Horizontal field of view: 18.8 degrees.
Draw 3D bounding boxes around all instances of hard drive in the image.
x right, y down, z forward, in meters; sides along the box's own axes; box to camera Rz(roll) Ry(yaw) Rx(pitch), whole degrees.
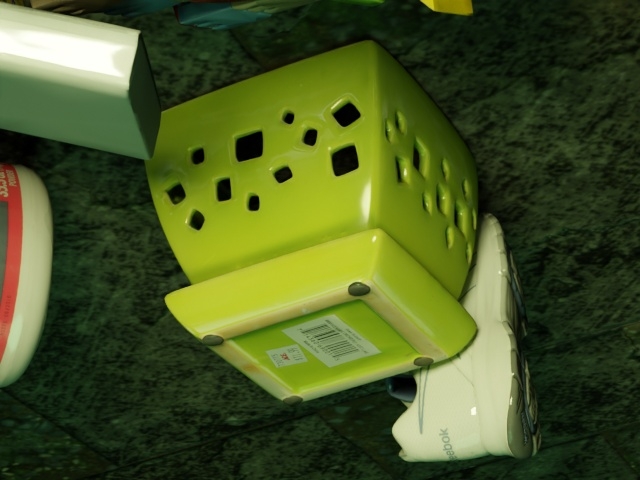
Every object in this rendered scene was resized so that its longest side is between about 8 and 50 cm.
[{"bbox_3d":[-0.289,-0.131,1.312,0.353,0.047,0.233,12,171,1],"label":"hard drive"}]

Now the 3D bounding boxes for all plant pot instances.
[{"bbox_3d":[0.000,0.000,1.604,0.227,0.207,0.228,-17,147,21],"label":"plant pot"}]

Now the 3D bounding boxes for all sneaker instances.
[{"bbox_3d":[0.116,0.078,1.688,0.129,0.297,0.111,-13,123,12],"label":"sneaker"}]

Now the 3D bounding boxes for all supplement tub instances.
[{"bbox_3d":[-0.369,0.016,1.587,0.272,0.191,0.191,8,147,-22],"label":"supplement tub"}]

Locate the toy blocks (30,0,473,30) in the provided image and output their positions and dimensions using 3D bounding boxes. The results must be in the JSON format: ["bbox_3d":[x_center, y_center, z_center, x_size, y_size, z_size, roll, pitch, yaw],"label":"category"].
[{"bbox_3d":[-0.076,-0.212,1.210,0.260,0.191,0.381,-11,174,36],"label":"toy blocks"}]

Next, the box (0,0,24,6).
[{"bbox_3d":[-0.250,-0.166,1.424,0.054,0.059,0.169,-4,150,2],"label":"box"}]
